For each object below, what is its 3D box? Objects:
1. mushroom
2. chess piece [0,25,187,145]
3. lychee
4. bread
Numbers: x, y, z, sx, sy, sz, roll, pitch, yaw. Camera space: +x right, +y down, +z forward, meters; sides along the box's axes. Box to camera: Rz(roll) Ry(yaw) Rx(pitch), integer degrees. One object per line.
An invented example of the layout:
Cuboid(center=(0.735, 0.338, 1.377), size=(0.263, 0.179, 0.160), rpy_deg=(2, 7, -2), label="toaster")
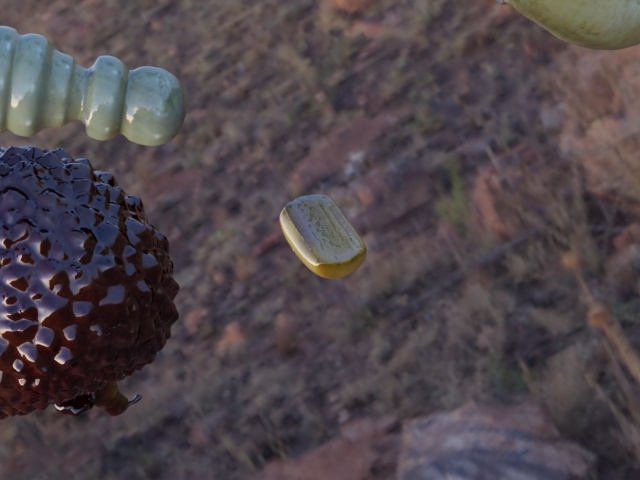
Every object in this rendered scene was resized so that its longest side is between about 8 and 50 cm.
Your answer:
Cuboid(center=(0.314, -0.397, 1.823), size=(0.260, 0.352, 0.352), rpy_deg=(-43, 12, 34), label="mushroom")
Cuboid(center=(-0.285, -0.179, 1.772), size=(0.243, 0.133, 0.133), rpy_deg=(9, 20, -9), label="chess piece")
Cuboid(center=(-0.265, 0.051, 1.354), size=(0.264, 0.300, 0.264), rpy_deg=(-29, 18, 10), label="lychee")
Cuboid(center=(0.000, 0.000, 1.738), size=(0.082, 0.115, 0.056), rpy_deg=(-21, -30, -31), label="bread")
